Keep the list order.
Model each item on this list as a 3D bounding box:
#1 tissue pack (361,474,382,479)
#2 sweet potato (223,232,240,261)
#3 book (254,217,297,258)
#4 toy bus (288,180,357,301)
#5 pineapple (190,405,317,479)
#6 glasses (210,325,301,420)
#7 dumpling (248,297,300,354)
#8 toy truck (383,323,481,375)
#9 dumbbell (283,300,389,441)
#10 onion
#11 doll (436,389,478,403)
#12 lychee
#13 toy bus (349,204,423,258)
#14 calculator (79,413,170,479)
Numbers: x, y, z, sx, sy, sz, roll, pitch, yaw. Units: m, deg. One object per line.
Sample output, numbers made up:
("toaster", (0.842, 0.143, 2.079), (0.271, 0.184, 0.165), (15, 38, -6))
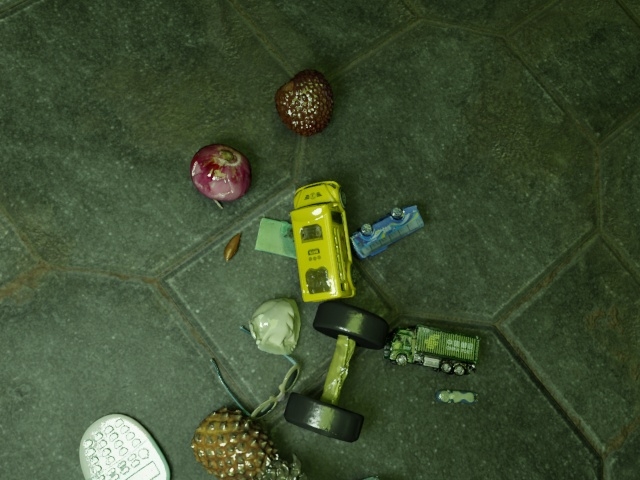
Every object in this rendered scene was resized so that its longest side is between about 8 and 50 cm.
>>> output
("tissue pack", (0.007, 0.785, 1.335), (0.388, 0.162, 0.287), (-13, 82, -12))
("sweet potato", (-0.250, 0.019, 1.539), (0.034, 0.034, 0.095), (26, 63, -3))
("book", (-0.114, -0.008, 1.575), (0.135, 0.017, 0.103), (13, 75, -7))
("toy bus", (0.000, 0.000, 1.490), (0.144, 0.152, 0.330), (-10, 84, 20))
("pineapple", (-0.148, 0.553, 1.316), (0.361, 0.175, 0.175), (32, 73, 21))
("glasses", (-0.178, 0.348, 1.444), (0.220, 0.088, 0.189), (43, 74, 2))
("dumpling", (-0.112, 0.234, 1.468), (0.181, 0.111, 0.155), (-25, 87, -27))
("toy truck", (0.312, 0.309, 1.538), (0.259, 0.088, 0.121), (12, 76, -8))
("dumbbell", (0.045, 0.340, 1.424), (0.203, 0.204, 0.322), (20, 74, -5))
("onion", (-0.279, -0.189, 1.521), (0.177, 0.153, 0.177), (16, 65, -37))
("doll", (0.390, 0.446, 1.548), (0.125, 0.027, 0.037), (4, 69, -9))
("lychee", (-0.039, -0.402, 1.605), (0.188, 0.188, 0.188), (2, 77, -9))
("toy bus", (0.188, -0.026, 1.599), (0.236, 0.079, 0.094), (-28, 85, -14))
("calculator", (-0.485, 0.578, 1.363), (0.184, 0.042, 0.295), (-32, 81, -15))
